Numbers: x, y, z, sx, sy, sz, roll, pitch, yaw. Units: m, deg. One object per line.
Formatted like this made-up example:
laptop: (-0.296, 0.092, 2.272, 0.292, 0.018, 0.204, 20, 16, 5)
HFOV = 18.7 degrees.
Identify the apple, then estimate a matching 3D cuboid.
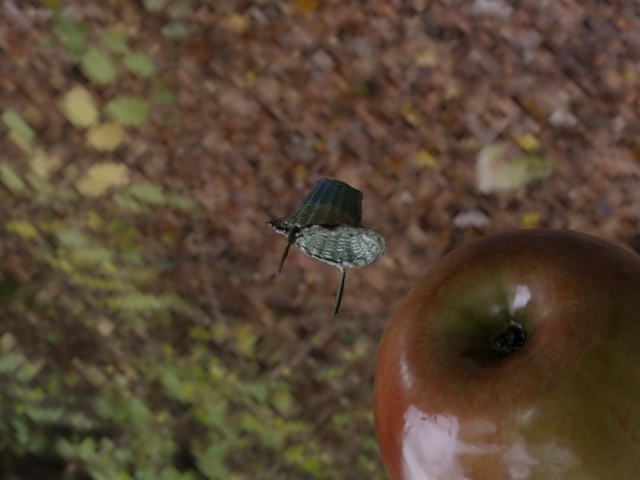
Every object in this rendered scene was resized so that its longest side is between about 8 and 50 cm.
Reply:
apple: (0.194, 0.134, 1.678, 0.319, 0.319, 0.277, 31, 154, 32)

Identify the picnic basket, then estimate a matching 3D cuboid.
picnic basket: (0.000, 0.000, 1.259, 0.083, 0.083, 0.065, 6, 161, 36)
